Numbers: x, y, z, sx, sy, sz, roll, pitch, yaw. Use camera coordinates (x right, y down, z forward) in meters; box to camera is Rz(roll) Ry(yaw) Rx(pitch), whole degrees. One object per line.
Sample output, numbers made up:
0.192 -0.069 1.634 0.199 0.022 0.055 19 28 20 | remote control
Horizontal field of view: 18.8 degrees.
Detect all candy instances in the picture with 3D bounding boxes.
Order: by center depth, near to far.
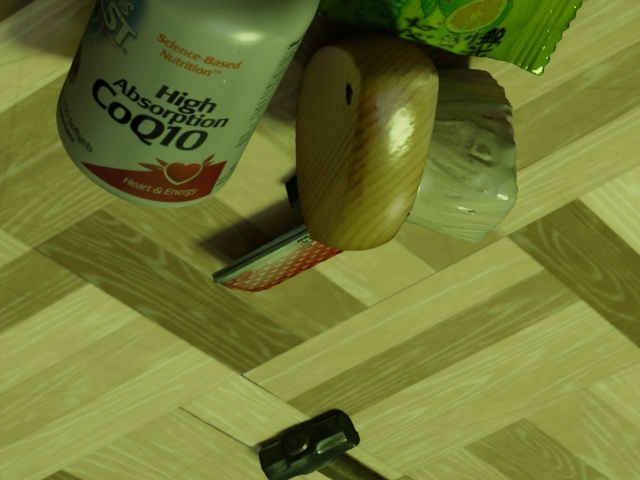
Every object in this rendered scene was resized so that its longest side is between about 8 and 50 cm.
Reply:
0.108 -0.208 1.576 0.246 0.069 0.149 8 142 -24 | candy

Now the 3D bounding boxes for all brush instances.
0.081 -0.090 1.607 0.166 0.174 0.266 -1 166 -11 | brush

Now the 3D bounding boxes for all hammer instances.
0.070 0.294 2.285 0.111 0.043 0.365 -29 144 20 | hammer

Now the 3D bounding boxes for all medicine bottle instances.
-0.096 -0.167 1.495 0.157 0.157 0.288 5 141 -22 | medicine bottle

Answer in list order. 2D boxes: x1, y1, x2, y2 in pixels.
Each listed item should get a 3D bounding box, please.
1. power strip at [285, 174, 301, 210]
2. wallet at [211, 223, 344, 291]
0.015 -0.065 1.777 0.038 0.029 0.111 20 133 -37 | power strip
0.000 0.000 1.850 0.196 0.020 0.103 -28 163 18 | wallet
